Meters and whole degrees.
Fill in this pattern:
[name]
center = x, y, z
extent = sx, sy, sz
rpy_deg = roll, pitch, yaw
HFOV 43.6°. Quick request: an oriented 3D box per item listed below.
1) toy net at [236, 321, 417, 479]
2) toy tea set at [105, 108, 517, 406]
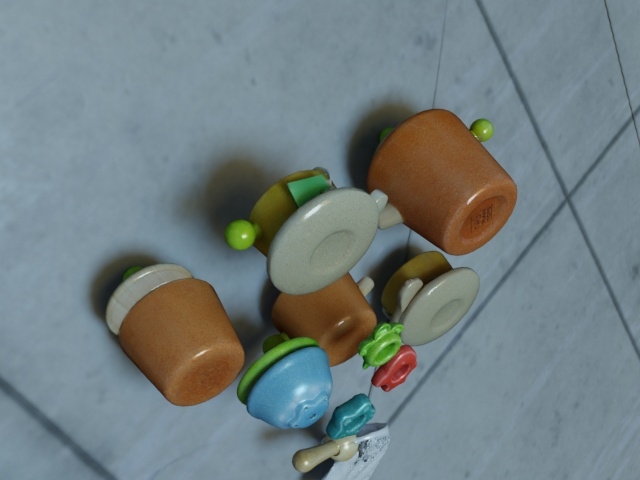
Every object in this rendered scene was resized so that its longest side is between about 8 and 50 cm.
[toy net]
center = 0.019, 0.131, 0.621
extent = 0.122, 0.045, 0.232
rpy_deg = -36, 148, -11
[toy tea set]
center = 0.000, 0.000, 0.605
extent = 0.336, 0.124, 0.200
rpy_deg = -9, 134, -39
